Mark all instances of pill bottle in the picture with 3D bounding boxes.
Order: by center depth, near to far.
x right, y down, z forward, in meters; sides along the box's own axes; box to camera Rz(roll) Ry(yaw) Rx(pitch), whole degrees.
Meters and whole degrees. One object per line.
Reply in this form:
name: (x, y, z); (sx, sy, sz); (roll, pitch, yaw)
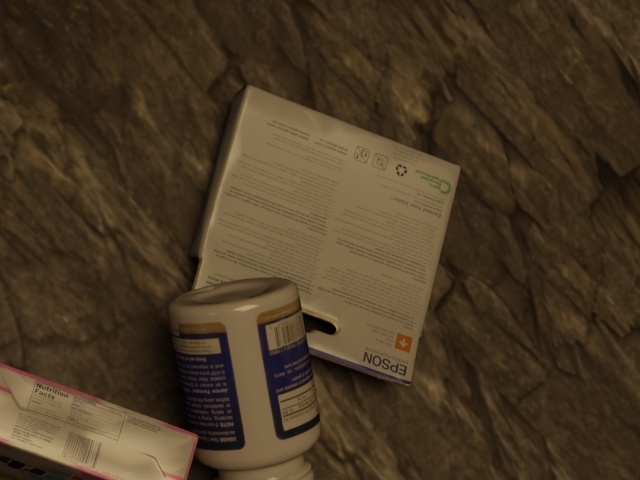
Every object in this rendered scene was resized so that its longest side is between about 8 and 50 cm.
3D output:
pill bottle: (-0.059, 0.132, 1.643); (0.112, 0.112, 0.186); (-13, 100, -26)

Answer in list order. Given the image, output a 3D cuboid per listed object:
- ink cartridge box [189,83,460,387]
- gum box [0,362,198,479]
ink cartridge box: (0.000, 0.000, 1.766); (0.223, 0.045, 0.224); (21, 68, -16)
gum box: (-0.207, 0.164, 1.588); (0.188, 0.107, 0.062); (22, 66, -16)
